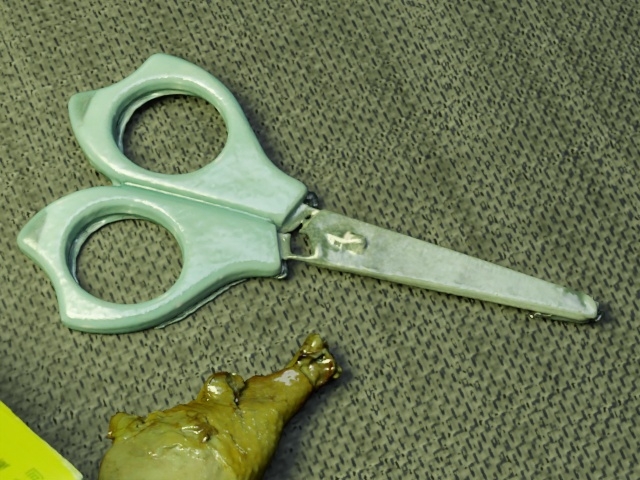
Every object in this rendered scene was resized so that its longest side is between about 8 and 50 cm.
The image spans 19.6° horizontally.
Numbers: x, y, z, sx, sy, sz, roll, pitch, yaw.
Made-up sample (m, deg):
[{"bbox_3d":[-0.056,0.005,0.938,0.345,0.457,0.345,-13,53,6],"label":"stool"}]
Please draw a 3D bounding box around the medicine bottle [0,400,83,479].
[{"bbox_3d":[-0.245,0.122,0.992,0.250,0.141,0.137,38,61,26],"label":"medicine bottle"}]

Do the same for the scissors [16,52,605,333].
[{"bbox_3d":[0.000,0.001,1.148,0.360,0.029,0.191,15,68,3],"label":"scissors"}]

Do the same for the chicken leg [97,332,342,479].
[{"bbox_3d":[-0.060,0.109,1.075,0.178,0.070,0.093,-37,64,-26],"label":"chicken leg"}]
